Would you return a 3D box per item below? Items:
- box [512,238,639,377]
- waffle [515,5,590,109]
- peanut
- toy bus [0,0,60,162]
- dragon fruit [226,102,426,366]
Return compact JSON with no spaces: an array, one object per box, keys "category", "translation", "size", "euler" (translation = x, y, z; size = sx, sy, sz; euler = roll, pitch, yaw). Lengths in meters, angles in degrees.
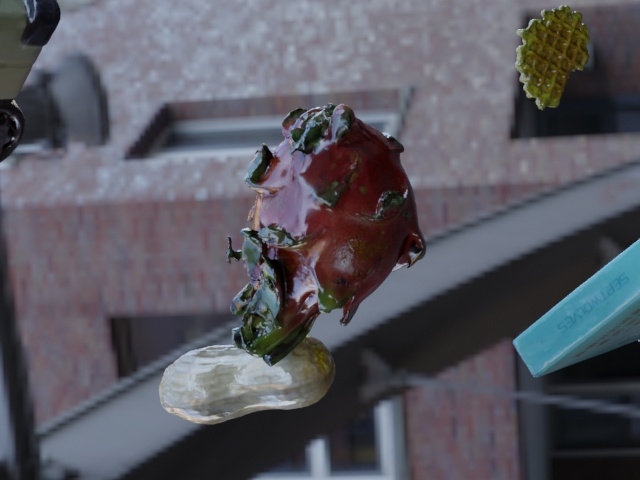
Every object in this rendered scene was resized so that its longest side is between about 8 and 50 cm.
[{"category":"box","translation":[0.274,0.034,1.380],"size":[0.229,0.162,0.041],"euler":[-11,-115,-51]},{"category":"waffle","translation":[0.198,-0.158,1.473],"size":[0.085,0.016,0.078],"euler":[-42,-59,-25]},{"category":"peanut","translation":[-0.083,0.152,1.902],"size":[0.087,0.207,0.087],"euler":[-11,-90,-71]},{"category":"toy bus","translation":[-0.299,-0.062,1.016],"size":[0.179,0.305,0.143],"euler":[-3,-134,-48]},{"category":"dragon fruit","translation":[-0.017,-0.009,1.779],"size":[0.200,0.269,0.198],"euler":[47,-176,-32]}]
